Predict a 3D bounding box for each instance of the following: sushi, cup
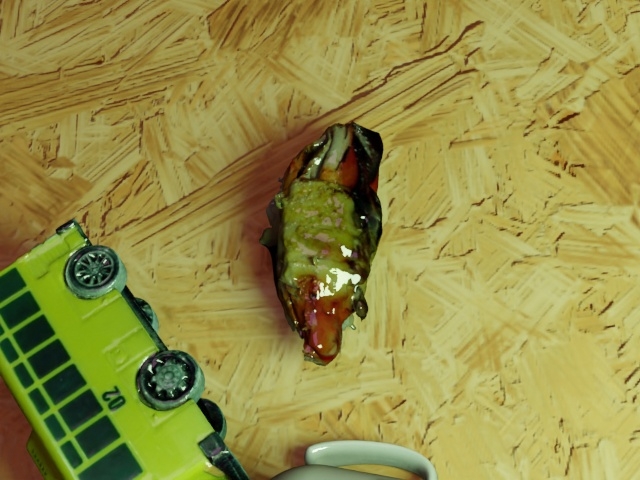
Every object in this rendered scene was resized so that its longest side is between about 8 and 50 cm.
[{"bbox_3d":[-0.002,0.002,1.128,0.097,0.103,0.226,13,61,-10],"label":"sushi"},{"bbox_3d":[0.010,0.217,0.987,0.141,0.134,0.174,9,66,20],"label":"cup"}]

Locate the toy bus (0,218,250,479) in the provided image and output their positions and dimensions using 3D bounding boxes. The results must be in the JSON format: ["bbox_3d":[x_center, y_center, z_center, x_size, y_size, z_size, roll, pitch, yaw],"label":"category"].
[{"bbox_3d":[-0.175,0.129,1.078,0.150,0.128,0.262,-33,61,-10],"label":"toy bus"}]
